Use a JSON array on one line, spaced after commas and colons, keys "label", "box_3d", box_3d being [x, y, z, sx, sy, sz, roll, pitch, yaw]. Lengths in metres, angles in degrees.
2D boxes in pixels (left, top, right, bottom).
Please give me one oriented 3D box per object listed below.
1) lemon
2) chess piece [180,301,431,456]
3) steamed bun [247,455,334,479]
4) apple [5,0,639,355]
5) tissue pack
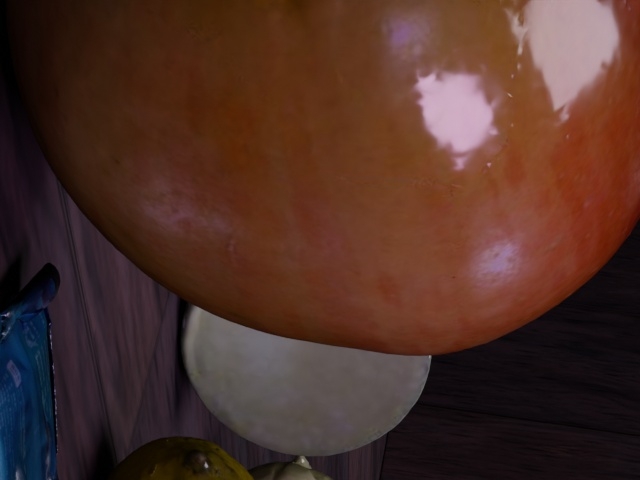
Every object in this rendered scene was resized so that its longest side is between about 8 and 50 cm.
[{"label": "lemon", "box_3d": [-0.065, 0.137, 0.893, 0.110, 0.082, 0.082, 88, 12, -60]}, {"label": "chess piece", "box_3d": [0.000, 0.000, 1.146, 0.251, 0.144, 0.144, -82, 177, -61]}, {"label": "steamed bun", "box_3d": [-0.009, 0.288, 1.217, 0.232, 0.166, 0.273, 91, 9, -58]}, {"label": "apple", "box_3d": [0.012, -0.089, 0.632, 0.241, 0.242, 0.242, 78, 21, -68]}, {"label": "tissue pack", "box_3d": [-0.110, 0.086, 0.679, 0.085, 0.028, 0.138, -66, 160, -68]}]
